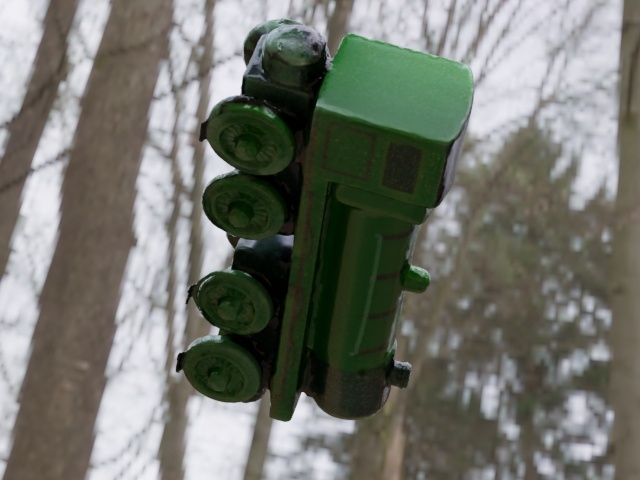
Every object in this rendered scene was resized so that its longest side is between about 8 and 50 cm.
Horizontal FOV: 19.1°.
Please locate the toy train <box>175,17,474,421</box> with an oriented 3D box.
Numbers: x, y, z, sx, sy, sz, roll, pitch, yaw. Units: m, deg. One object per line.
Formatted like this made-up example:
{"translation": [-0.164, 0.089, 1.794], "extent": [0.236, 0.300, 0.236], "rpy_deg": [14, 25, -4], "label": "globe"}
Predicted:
{"translation": [0.000, 0.000, 0.928], "extent": [0.119, 0.085, 0.251], "rpy_deg": [15, -42, 7], "label": "toy train"}
